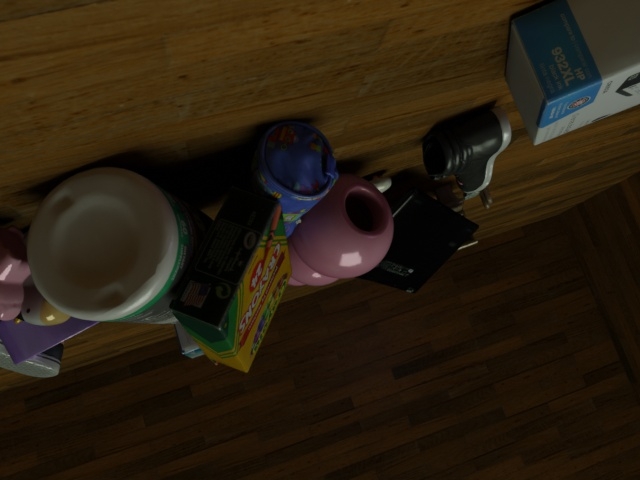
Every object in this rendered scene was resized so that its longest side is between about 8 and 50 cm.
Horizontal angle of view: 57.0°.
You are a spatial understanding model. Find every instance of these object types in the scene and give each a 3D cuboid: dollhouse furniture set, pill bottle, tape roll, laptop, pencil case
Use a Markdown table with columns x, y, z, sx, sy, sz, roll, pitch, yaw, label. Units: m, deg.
| x | y | z | sx | sy | sz | roll | pitch | yaw | label |
| --- | --- | --- | --- | --- | --- | --- | --- | --- | --- |
| 0.374 | -0.062 | 1.677 | 0.212 | 0.161 | 0.242 | -20 | 169 | 8 | dollhouse furniture set |
| -0.260 | 0.027 | 0.917 | 0.204 | 0.204 | 0.361 | -20 | 170 | 4 | pill bottle |
| -0.503 | 0.144 | 1.198 | 0.274 | 0.090 | 0.275 | -27 | -176 | 2 | tape roll |
| 0.134 | -0.004 | 1.554 | 0.408 | 0.236 | 0.382 | -48 | 146 | 17 | laptop |
| -0.067 | -0.075 | 0.953 | 0.133 | 0.119 | 0.306 | 6 | 162 | -16 | pencil case |

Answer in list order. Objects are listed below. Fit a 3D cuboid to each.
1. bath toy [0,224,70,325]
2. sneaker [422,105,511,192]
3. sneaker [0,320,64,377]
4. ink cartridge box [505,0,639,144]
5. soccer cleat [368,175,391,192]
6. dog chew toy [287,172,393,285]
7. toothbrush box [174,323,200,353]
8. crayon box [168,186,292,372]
| x | y | z | sx | sy | sz | roll | pitch | yaw | label |
| --- | --- | --- | --- | --- | --- | --- | --- | --- | --- |
| -0.461 | 0.056 | 0.845 | 0.129 | 0.151 | 0.348 | -35 | 166 | 4 | bath toy |
| 0.268 | -0.161 | 1.179 | 0.146 | 0.105 | 0.296 | -17 | 163 | -3 | sneaker |
| -0.695 | 0.190 | 1.256 | 0.126 | 0.127 | 0.321 | -15 | 147 | 26 | sneaker |
| 0.428 | -0.269 | 0.809 | 0.307 | 0.129 | 0.223 | -21 | 169 | 13 | ink cartridge box |
| 0.075 | -0.080 | 1.297 | 0.196 | 0.076 | 0.068 | -24 | 169 | 24 | soccer cleat |
| 0.000 | 0.000 | 1.208 | 0.206 | 0.207 | 0.332 | -12 | 166 | -34 | dog chew toy |
| -0.336 | 0.199 | 1.619 | 0.126 | 0.216 | 0.295 | -16 | 168 | -12 | toothbrush box |
| -0.123 | 0.083 | 0.936 | 0.081 | 0.202 | 0.318 | 19 | 158 | 9 | crayon box |
